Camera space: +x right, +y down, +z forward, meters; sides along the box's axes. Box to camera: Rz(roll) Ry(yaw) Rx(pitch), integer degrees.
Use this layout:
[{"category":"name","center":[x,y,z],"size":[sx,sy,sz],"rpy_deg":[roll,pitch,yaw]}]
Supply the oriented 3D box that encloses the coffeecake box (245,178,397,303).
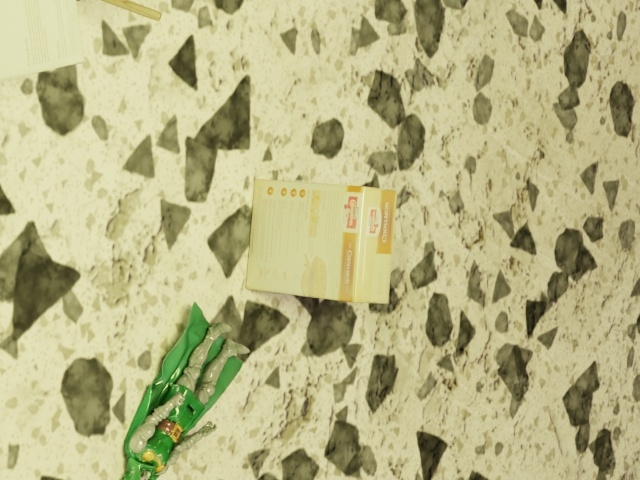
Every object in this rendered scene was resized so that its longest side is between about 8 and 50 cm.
[{"category":"coffeecake box","center":[0.000,0.000,2.161],"size":[0.068,0.185,0.142],"rpy_deg":[4,92,-48]}]

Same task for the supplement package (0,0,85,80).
[{"category":"supplement package","center":[-0.371,-0.256,1.741],"size":[0.203,0.149,0.194],"rpy_deg":[-21,110,-45]}]

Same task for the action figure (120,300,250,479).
[{"category":"action figure","center":[-0.171,0.207,2.090],"size":[0.232,0.063,0.137],"rpy_deg":[-58,136,-22]}]

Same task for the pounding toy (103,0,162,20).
[{"category":"pounding toy","center":[-0.263,-0.294,1.874],"size":[0.141,0.130,0.100],"rpy_deg":[0,95,-49]}]
